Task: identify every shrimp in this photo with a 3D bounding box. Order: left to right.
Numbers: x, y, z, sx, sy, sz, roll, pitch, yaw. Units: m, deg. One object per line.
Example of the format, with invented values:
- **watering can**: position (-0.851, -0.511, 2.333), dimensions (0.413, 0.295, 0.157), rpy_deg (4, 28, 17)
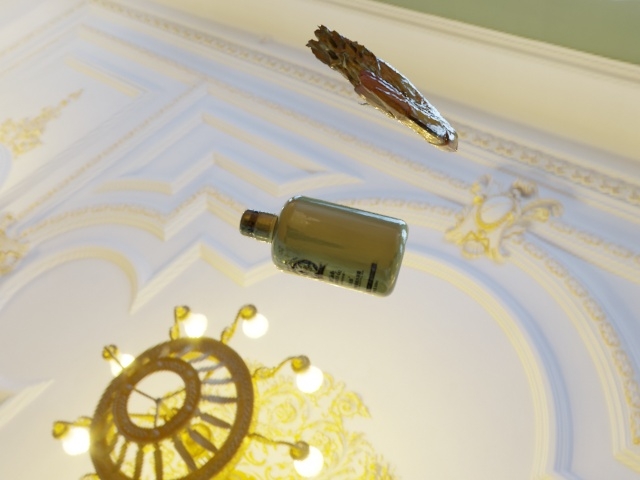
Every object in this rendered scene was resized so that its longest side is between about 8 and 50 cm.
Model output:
- **shrimp**: position (0.086, -0.197, 0.887), dimensions (0.249, 0.150, 0.068), rpy_deg (37, -76, 2)

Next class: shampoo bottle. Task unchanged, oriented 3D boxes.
- **shampoo bottle**: position (0.000, 0.000, 0.646), dimensions (0.162, 0.079, 0.079), rpy_deg (14, -128, 5)
